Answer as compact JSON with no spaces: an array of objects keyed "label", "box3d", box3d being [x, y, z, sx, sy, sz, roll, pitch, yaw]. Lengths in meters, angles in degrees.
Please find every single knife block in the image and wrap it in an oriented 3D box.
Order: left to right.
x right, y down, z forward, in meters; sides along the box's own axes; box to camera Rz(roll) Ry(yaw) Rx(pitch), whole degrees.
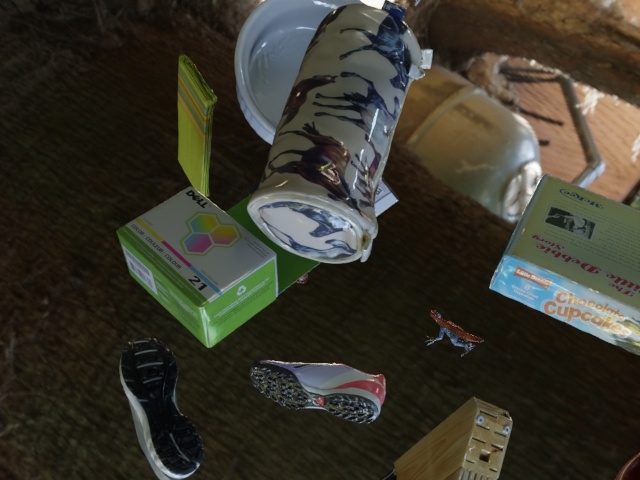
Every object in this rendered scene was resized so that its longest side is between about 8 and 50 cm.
[{"label":"knife block","box3d":[0.192,0.405,1.196,0.242,0.088,0.275,-4,-118,60]}]

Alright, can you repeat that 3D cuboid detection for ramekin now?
[{"label":"ramekin","box3d":[-0.016,-0.279,1.173,0.277,0.277,0.135,-45,-174,-13]}]

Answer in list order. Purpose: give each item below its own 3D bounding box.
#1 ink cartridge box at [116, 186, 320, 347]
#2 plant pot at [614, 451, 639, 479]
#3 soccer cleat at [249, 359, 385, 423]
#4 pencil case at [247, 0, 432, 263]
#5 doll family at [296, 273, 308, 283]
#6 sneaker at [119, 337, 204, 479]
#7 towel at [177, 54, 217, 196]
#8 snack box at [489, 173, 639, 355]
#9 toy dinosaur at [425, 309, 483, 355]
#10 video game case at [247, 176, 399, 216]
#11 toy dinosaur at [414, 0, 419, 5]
[{"label":"ink cartridge box","box3d":[-0.123,-0.001,0.965,0.255,0.189,0.097,-37,148,-28]},{"label":"plant pot","box3d":[0.497,0.308,0.686,0.273,0.265,0.272,-28,165,-8]},{"label":"soccer cleat","box3d":[-0.006,0.327,1.573,0.116,0.319,0.108,-57,152,-53]},{"label":"pencil case","box3d":[0.035,-0.155,0.952,0.159,0.184,0.410,75,27,-52]},{"label":"doll family","box3d":[0.000,0.000,1.210,0.193,0.076,0.111,-27,149,-27]},{"label":"sneaker","box3d":[-0.289,0.292,1.177,0.100,0.271,0.108,-5,146,-33]},{"label":"towel","box3d":[-0.196,-0.170,1.064,0.021,0.102,0.237,-21,154,-23]},{"label":"snack box","box3d":[0.371,0.049,0.756,0.187,0.322,0.060,-49,158,-45]},{"label":"toy dinosaur","box3d":[0.201,0.132,1.026,0.047,0.082,0.090,-21,161,-45]},{"label":"video game case","box3d":[0.013,-0.103,1.532,0.248,0.035,0.275,-37,132,8]},{"label":"toy dinosaur","box3d":[0.202,-0.423,0.789,0.314,0.121,0.160,-32,172,-13]}]
